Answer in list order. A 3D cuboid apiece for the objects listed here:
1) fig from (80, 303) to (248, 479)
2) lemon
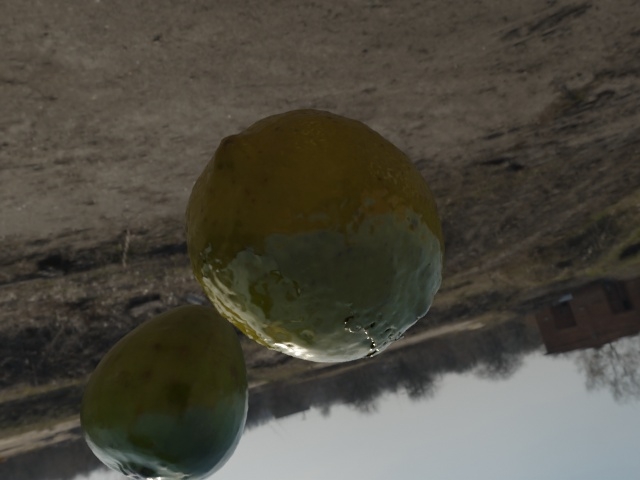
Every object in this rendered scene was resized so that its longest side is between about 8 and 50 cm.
[{"bbox_3d":[-0.233,0.240,1.119,0.258,0.258,0.326,-23,-153,32],"label":"fig"},{"bbox_3d":[0.000,0.000,0.722,0.253,0.253,0.310,-24,131,37],"label":"lemon"}]
